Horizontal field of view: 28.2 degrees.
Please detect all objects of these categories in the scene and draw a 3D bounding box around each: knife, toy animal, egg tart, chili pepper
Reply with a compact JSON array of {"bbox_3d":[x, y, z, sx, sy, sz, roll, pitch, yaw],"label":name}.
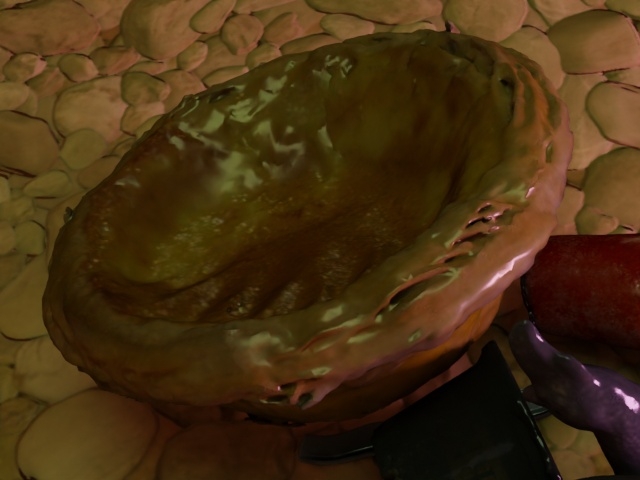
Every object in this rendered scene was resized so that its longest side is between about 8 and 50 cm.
[{"bbox_3d":[0.086,0.131,0.913,0.210,0.015,0.028,-12,47,-2],"label":"knife"},{"bbox_3d":[0.266,0.138,0.770,0.366,0.206,0.081,7,46,-8],"label":"toy animal"},{"bbox_3d":[0.000,0.000,0.890,0.387,0.169,0.388,-18,32,12],"label":"egg tart"},{"bbox_3d":[0.239,0.037,0.908,0.192,0.084,0.086,2,77,29],"label":"chili pepper"}]

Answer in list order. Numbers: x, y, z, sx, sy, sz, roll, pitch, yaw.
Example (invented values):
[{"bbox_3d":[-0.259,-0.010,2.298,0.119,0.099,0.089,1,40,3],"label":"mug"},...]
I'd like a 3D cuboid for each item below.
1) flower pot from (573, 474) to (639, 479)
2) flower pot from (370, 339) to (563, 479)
[{"bbox_3d":[0.180,0.280,0.693,0.268,0.166,0.269,-6,53,8],"label":"flower pot"},{"bbox_3d":[0.100,0.157,0.816,0.106,0.157,0.157,-27,53,3],"label":"flower pot"}]
